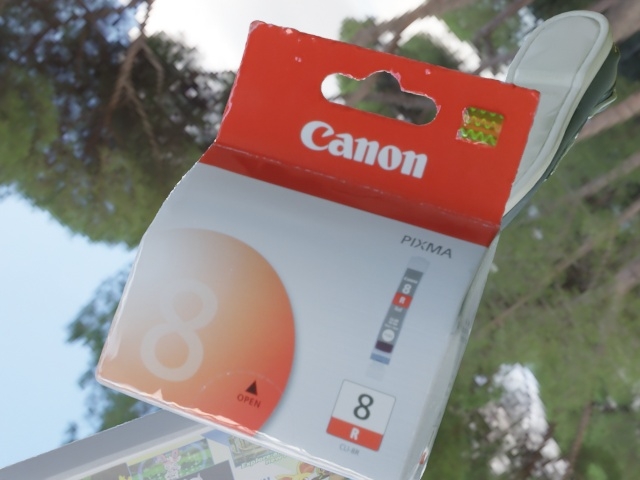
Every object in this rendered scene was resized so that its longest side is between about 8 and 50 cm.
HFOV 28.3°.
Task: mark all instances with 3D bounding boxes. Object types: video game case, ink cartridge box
[{"bbox_3d":[-0.089,0.244,1.086,0.036,0.329,0.300,-119,14,-46],"label":"video game case"},{"bbox_3d":[0.000,0.000,0.541,0.145,0.179,0.045,17,179,19],"label":"ink cartridge box"}]

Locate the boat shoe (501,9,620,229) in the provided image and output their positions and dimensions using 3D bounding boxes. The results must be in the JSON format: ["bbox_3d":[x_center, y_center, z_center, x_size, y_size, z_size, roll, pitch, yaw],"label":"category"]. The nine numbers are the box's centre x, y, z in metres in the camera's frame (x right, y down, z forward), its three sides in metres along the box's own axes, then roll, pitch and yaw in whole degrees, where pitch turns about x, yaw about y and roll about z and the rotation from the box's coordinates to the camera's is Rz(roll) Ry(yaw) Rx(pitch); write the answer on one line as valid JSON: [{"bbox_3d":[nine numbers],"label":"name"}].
[{"bbox_3d":[0.191,-0.080,1.193,0.116,0.319,0.099,15,147,38],"label":"boat shoe"}]
